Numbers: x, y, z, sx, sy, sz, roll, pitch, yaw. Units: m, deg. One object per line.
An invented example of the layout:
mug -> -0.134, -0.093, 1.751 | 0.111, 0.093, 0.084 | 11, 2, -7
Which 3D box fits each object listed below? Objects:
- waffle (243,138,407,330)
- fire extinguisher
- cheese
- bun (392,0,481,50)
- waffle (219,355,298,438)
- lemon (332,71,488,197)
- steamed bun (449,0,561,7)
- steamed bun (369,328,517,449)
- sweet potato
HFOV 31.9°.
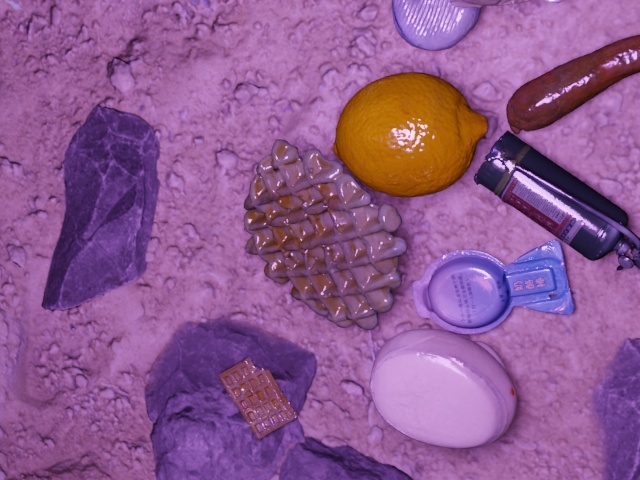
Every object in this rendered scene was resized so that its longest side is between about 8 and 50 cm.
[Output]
waffle -> 0.000, 0.000, 1.736 | 0.292, 0.056, 0.309 | 36, 138, 17
fire extinguisher -> 0.365, -0.041, 1.632 | 0.294, 0.118, 0.093 | 36, 70, 10
cheese -> 0.259, 0.074, 1.720 | 0.245, 0.052, 0.135 | -11, 100, 21
bun -> 0.174, -0.347, 1.650 | 0.141, 0.083, 0.140 | 2, 95, 28
waffle -> -0.108, 0.265, 1.916 | 0.092, 0.021, 0.135 | -32, 90, 25
lemon -> 0.127, -0.155, 1.652 | 0.244, 0.187, 0.186 | -3, 100, 25
steamed bun -> 0.269, -0.471, 1.498 | 0.334, 0.233, 0.311 | -6, 87, -18
steamed bun -> 0.194, 0.223, 1.732 | 0.228, 0.131, 0.177 | 18, 117, 15
sweet potato -> 0.387, -0.235, 1.601 | 0.273, 0.075, 0.075 | -26, 91, 19
